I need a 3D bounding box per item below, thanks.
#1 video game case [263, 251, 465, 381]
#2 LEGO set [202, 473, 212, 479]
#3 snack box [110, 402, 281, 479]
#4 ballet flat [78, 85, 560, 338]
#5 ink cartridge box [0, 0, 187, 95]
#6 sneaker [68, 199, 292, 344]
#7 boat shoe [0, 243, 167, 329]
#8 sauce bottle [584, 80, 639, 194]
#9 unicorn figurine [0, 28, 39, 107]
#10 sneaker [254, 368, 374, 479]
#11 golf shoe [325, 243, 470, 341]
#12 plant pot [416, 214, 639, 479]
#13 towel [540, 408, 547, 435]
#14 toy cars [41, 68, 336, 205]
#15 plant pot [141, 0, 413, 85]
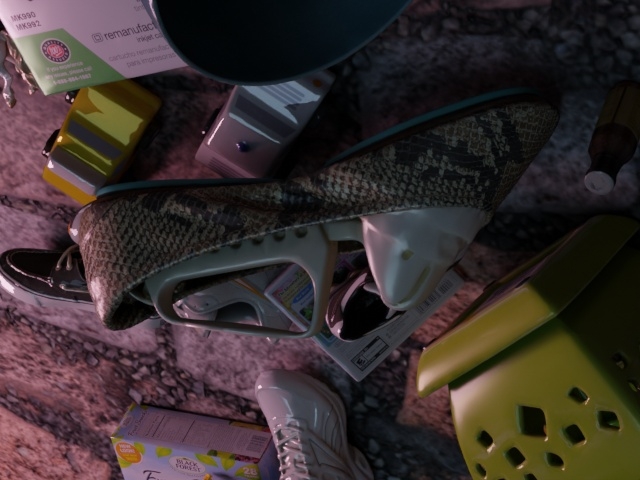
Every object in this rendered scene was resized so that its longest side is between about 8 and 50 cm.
[{"bbox_3d":[0.046,0.047,1.527,0.157,0.019,0.143,-44,105,9],"label":"video game case"},{"bbox_3d":[-0.124,0.366,1.794,0.107,0.132,0.287,37,129,-19],"label":"LEGO set"},{"bbox_3d":[-0.146,0.303,1.879,0.207,0.070,0.174,7,131,20],"label":"snack box"},{"bbox_3d":[0.000,0.000,1.386,0.483,0.182,0.164,-12,162,16],"label":"ballet flat"},{"bbox_3d":[-0.219,-0.296,1.344,0.211,0.121,0.289,-8,124,32],"label":"ink cartridge box"},{"bbox_3d":[-0.142,0.035,1.552,0.262,0.121,0.099,13,162,-1],"label":"sneaker"},{"bbox_3d":[-0.273,0.037,1.709,0.219,0.077,0.070,13,135,6],"label":"boat shoe"},{"bbox_3d":[0.255,-0.088,1.280,0.042,0.128,0.042,16,135,16],"label":"sauce bottle"},{"bbox_3d":[-0.372,-0.189,1.573,0.162,0.060,0.111,-17,120,19],"label":"unicorn figurine"},{"bbox_3d":[-0.014,0.253,1.732,0.090,0.115,0.232,-11,123,34],"label":"sneaker"},{"bbox_3d":[0.087,0.033,1.461,0.077,0.094,0.198,42,103,-14],"label":"golf shoe"},{"bbox_3d":[0.241,0.118,1.401,0.207,0.227,0.228,51,134,1],"label":"plant pot"},{"bbox_3d":[0.301,0.176,1.573,0.237,0.021,0.102,-7,128,32],"label":"towel"},{"bbox_3d":[-0.155,-0.099,1.512,0.394,0.087,0.176,-5,126,31],"label":"toy cars"},{"bbox_3d":[-0.053,-0.297,1.182,0.195,0.290,0.290,49,147,34],"label":"plant pot"}]
